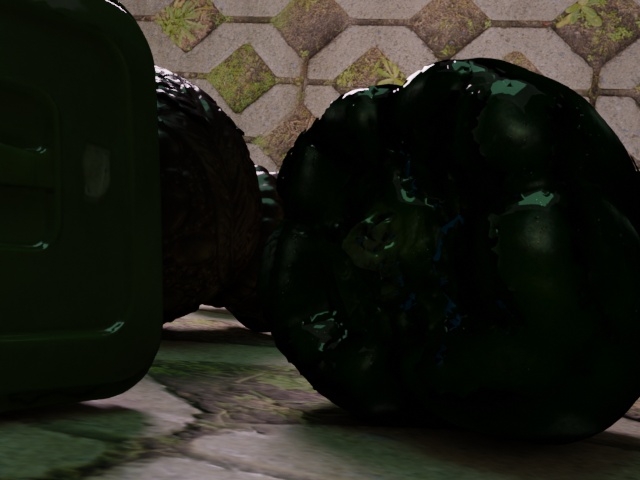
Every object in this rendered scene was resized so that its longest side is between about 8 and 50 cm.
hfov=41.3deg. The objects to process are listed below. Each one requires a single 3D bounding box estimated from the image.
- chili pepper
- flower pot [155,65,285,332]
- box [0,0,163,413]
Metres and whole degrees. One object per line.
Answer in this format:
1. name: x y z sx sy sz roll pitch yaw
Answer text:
1. chili pepper: 0.112 0.014 0.569 0.249 0.233 0.257 12 -3 39
2. flower pot: -0.138 -0.021 0.896 0.267 0.266 0.267 21 -10 -41
3. box: -0.251 -0.029 0.447 0.178 0.252 0.329 -10 -11 36
